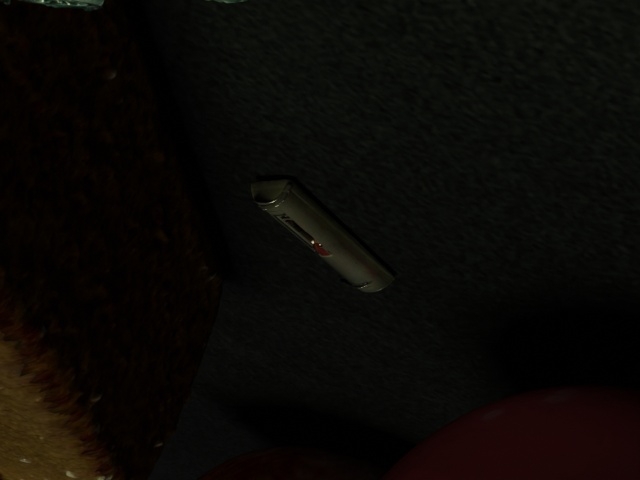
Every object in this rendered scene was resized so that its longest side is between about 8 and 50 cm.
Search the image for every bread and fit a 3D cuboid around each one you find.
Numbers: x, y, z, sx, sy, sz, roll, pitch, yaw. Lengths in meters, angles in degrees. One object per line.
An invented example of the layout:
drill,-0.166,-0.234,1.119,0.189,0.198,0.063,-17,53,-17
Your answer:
bread,-0.142,-0.005,0.752,0.113,0.165,0.416,19,157,16

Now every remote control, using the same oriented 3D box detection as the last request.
remote control,0.000,0.000,0.803,0.034,0.016,0.091,-5,144,45

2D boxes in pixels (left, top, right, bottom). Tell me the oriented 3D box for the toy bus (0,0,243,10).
toy bus,-0.069,-0.116,0.476,0.175,0.088,0.101,6,-177,40

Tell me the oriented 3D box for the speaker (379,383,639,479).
speaker,0.140,0.207,0.779,0.294,0.294,0.294,23,158,10

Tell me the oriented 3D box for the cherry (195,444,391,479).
cherry,0.004,0.241,1.128,0.239,0.206,0.239,58,175,8
